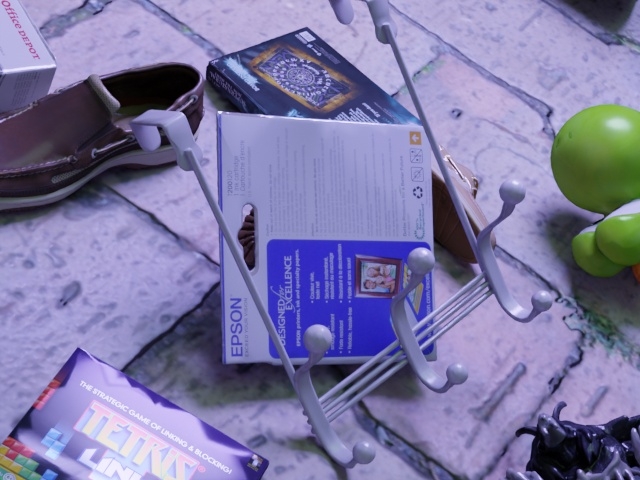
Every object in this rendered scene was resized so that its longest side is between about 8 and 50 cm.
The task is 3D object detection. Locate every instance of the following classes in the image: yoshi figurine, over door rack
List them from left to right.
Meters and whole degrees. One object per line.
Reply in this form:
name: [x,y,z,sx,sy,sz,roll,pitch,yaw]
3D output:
over door rack: [0.034,-0.017,1.161,0.239,0.108,0.324,-35,102,-28]
yoshi figurine: [0.364,-0.091,1.503,0.203,0.204,0.362,34,41,29]

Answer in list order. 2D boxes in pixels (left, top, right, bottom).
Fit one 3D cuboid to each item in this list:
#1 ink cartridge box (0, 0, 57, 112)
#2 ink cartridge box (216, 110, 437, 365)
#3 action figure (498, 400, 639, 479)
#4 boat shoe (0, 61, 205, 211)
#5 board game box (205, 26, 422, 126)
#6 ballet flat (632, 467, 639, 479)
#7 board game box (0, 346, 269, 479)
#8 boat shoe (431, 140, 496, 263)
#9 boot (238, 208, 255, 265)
ink cartridge box: [-0.313,-0.158,1.280,0.135,0.056,0.099,-12,56,-36]
ink cartridge box: [0.000,0.000,1.226,0.208,0.045,0.206,2,84,-31]
action figure: [0.216,0.201,1.112,0.164,0.141,0.276,-28,43,-3]
boat shoe: [-0.206,-0.103,1.255,0.257,0.095,0.095,-24,63,-42]
board game box: [-0.006,-0.133,1.409,0.126,0.026,0.186,-24,51,-31]
ballet flat: [0.273,0.261,1.181,0.074,0.074,0.203,9,43,-21]
board game box: [-0.141,0.173,1.054,0.170,0.048,0.141,30,43,1]
boat shoe: [0.122,-0.051,1.409,0.059,0.063,0.170,-17,58,-33]
boot: [-0.005,-0.016,1.309,0.158,0.085,0.059,-37,57,-17]
